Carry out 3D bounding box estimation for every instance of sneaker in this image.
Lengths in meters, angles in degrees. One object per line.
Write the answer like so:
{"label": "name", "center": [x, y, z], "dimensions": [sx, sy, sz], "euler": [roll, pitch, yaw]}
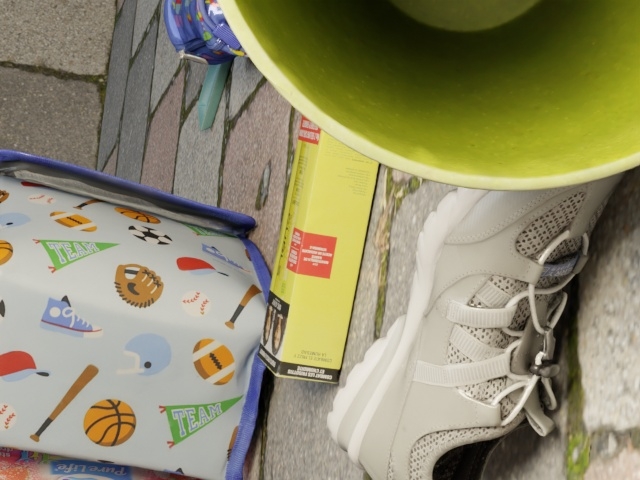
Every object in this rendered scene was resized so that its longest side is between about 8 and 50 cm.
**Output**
{"label": "sneaker", "center": [0.108, 0.054, 0.817], "dimensions": [0.115, 0.105, 0.281], "euler": [50, 134, 30]}

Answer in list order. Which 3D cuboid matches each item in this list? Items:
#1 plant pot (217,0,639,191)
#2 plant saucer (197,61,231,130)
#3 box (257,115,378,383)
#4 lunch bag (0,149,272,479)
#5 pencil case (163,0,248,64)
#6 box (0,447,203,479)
{"label": "plant pot", "center": [0.082, -0.177, 0.744], "dimensions": [0.293, 0.274, 0.275], "euler": [-87, 8, -82]}
{"label": "plant saucer", "center": [-0.133, -0.239, 1.925], "dimensions": [0.067, 0.018, 0.192], "euler": [-100, 26, -50]}
{"label": "box", "center": [0.000, 0.000, 1.237], "dimensions": [0.087, 0.058, 0.232], "euler": [-148, 69, -74]}
{"label": "lunch bag", "center": [-0.233, 0.054, 1.531], "dimensions": [0.385, 0.327, 0.239], "euler": [-116, 43, -67]}
{"label": "pencil case", "center": [-0.106, -0.263, 1.649], "dimensions": [0.133, 0.119, 0.306], "euler": [-58, 15, -3]}
{"label": "box", "center": [-0.252, 0.298, 1.502], "dimensions": [0.154, 0.300, 0.142], "euler": [-116, 38, -65]}
